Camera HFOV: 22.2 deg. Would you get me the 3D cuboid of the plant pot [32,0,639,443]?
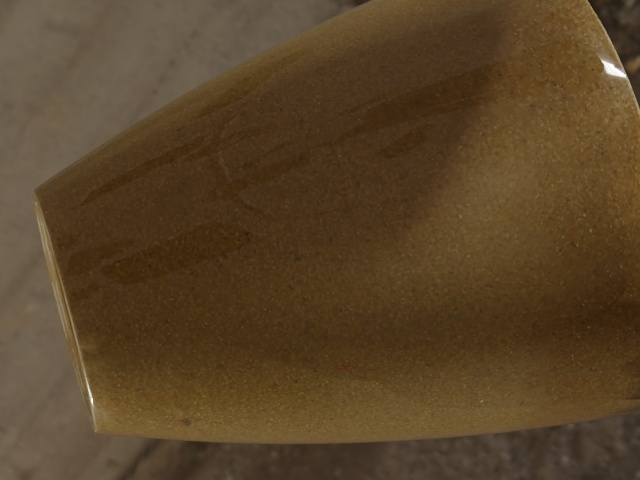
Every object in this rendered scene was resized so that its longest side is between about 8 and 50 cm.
[{"bbox_3d":[0.000,0.000,0.779,0.237,0.254,0.237,166,90,-78],"label":"plant pot"}]
